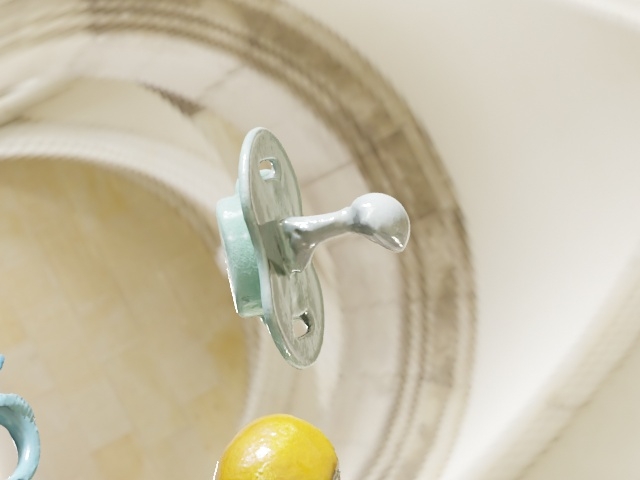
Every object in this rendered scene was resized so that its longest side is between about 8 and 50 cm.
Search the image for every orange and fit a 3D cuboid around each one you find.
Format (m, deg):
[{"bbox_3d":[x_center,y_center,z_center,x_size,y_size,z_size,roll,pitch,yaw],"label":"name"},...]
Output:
[{"bbox_3d":[-0.034,0.249,1.711,0.134,0.156,0.156,19,-41,33],"label":"orange"}]

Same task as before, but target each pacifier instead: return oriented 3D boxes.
[{"bbox_3d":[0.000,0.000,1.072,0.127,0.116,0.150,4,74,-75],"label":"pacifier"}]

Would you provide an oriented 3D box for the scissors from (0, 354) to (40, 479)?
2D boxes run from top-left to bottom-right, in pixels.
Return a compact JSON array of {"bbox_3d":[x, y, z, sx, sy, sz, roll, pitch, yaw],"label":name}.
[{"bbox_3d":[-0.334,0.178,1.324,0.032,0.393,0.180,-37,-83,30],"label":"scissors"}]
